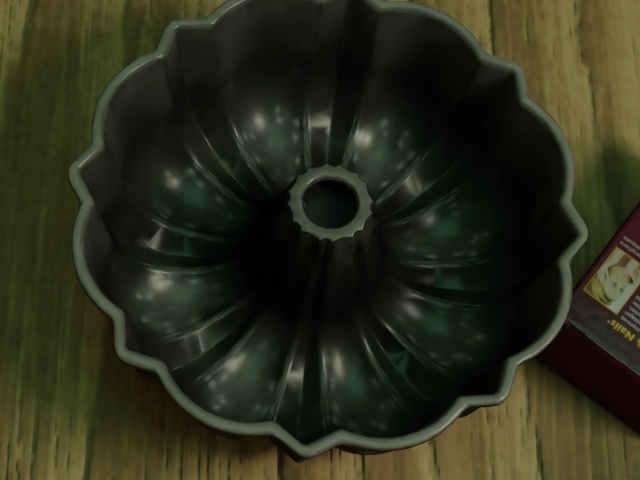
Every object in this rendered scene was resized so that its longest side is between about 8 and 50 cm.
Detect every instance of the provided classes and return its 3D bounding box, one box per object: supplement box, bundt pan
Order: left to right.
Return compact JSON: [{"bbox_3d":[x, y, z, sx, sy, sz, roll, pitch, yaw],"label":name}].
[{"bbox_3d":[0.000,0.000,1.004,0.331,0.124,0.330,2,66,-5],"label":"bundt pan"},{"bbox_3d":[0.244,0.028,1.038,0.104,0.081,0.188,37,68,10],"label":"supplement box"}]
